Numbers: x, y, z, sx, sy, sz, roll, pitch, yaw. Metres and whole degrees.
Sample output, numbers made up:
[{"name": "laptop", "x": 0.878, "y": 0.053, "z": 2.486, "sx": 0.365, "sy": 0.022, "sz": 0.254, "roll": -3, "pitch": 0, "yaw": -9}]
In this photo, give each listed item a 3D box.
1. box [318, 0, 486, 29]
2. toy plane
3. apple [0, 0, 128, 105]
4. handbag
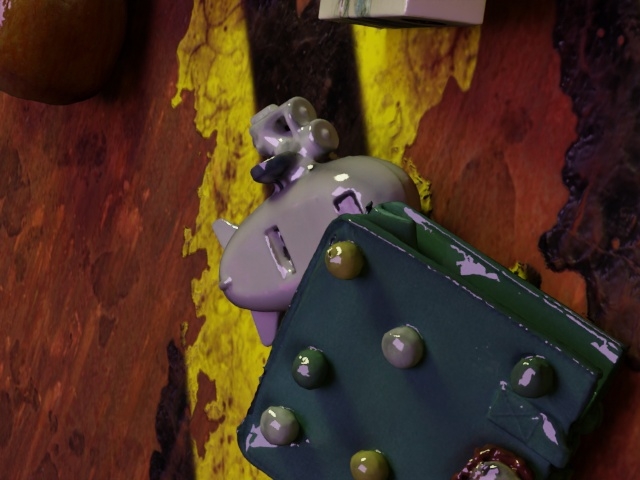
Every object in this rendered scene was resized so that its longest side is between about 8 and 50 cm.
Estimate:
[{"name": "box", "x": 0.072, "y": -0.263, "z": 1.442, "sx": 0.256, "sy": 0.069, "sz": 0.164, "roll": -158, "pitch": 75, "yaw": -73}, {"name": "toy plane", "x": -0.004, "y": 0.001, "z": 1.543, "sx": 0.266, "sy": 0.122, "sz": 0.267, "roll": 21, "pitch": 119, "yaw": 42}, {"name": "apple", "x": -0.321, "y": -0.253, "z": 1.937, "sx": 0.211, "sy": 0.211, "sz": 0.188, "roll": 17, "pitch": 95, "yaw": 54}, {"name": "handbag", "x": 0.073, "y": 0.131, "z": 1.370, "sx": 0.274, "sy": 0.100, "sz": 0.269, "roll": 38, "pitch": 118, "yaw": 26}]
